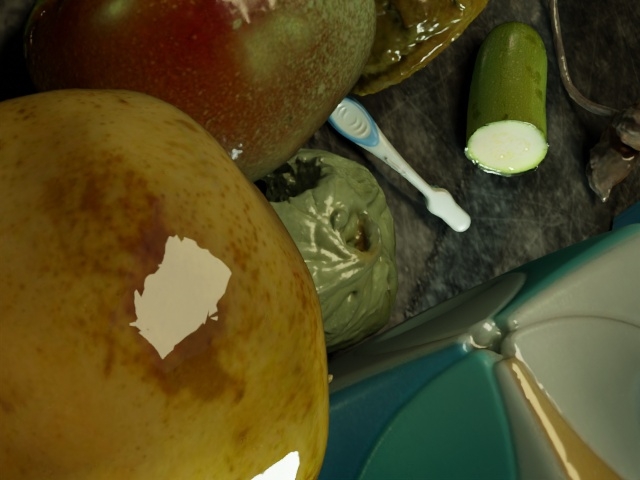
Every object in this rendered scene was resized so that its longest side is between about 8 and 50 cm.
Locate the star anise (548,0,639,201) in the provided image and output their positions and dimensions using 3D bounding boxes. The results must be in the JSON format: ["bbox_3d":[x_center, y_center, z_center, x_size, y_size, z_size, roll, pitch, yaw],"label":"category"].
[{"bbox_3d":[0.314,-0.193,2.332,0.227,0.148,0.218,36,77,6],"label":"star anise"}]

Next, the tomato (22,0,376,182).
[{"bbox_3d":[-0.099,-0.172,1.716,0.239,0.303,0.303,56,40,-14],"label":"tomato"}]

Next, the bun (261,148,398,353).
[{"bbox_3d":[0.000,0.000,1.858,0.204,0.126,0.212,28,51,-38],"label":"bun"}]

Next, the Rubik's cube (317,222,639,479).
[{"bbox_3d":[0.182,0.217,1.768,0.352,0.351,0.347,-27,90,-48],"label":"Rubik's cube"}]

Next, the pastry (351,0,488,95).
[{"bbox_3d":[0.080,-0.264,1.997,0.132,0.235,0.240,44,23,-18],"label":"pastry"}]

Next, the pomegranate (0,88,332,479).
[{"bbox_3d":[-0.180,0.081,1.416,0.417,0.417,0.416,24,54,-38],"label":"pomegranate"}]

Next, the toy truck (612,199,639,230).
[{"bbox_3d":[0.513,0.084,2.351,0.385,0.161,0.162,35,39,-30],"label":"toy truck"}]

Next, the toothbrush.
[{"bbox_3d":[0.022,-0.131,2.016,0.386,0.040,0.040,41,45,-26],"label":"toothbrush"}]

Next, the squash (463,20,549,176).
[{"bbox_3d":[0.208,-0.173,2.209,0.095,0.095,0.188,32,46,-33],"label":"squash"}]
